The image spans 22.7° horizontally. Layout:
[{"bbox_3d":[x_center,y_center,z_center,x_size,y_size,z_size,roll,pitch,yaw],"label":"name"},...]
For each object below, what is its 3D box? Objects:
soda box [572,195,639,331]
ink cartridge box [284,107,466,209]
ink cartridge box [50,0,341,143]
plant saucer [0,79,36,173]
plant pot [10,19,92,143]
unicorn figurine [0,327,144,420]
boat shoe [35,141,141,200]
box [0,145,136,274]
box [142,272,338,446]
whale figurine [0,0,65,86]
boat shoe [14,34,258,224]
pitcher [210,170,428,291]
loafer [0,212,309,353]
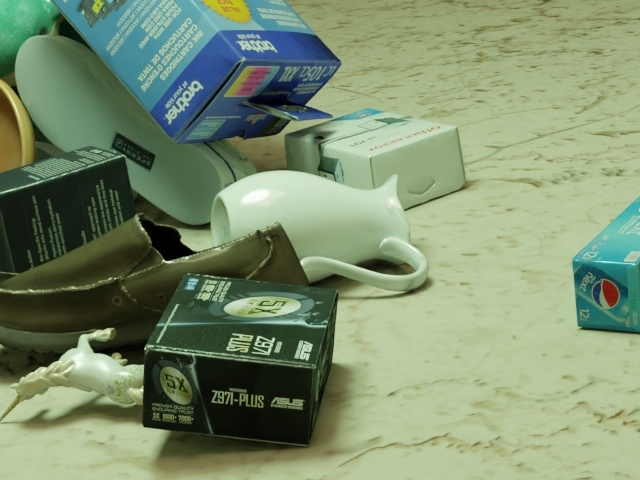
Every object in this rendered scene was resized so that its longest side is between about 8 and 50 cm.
[{"bbox_3d":[0.316,0.015,1.542,0.067,0.071,0.210,5,23,32],"label":"soda box"},{"bbox_3d":[0.066,-0.100,1.975,0.139,0.082,0.190,-20,20,-30],"label":"ink cartridge box"},{"bbox_3d":[-0.155,-0.267,1.989,0.151,0.395,0.270,-45,-14,23],"label":"ink cartridge box"},{"bbox_3d":[-0.432,-0.117,2.082,0.200,0.200,0.037,10,10,43],"label":"plant saucer"},{"bbox_3d":[-0.329,-0.266,2.294,0.247,0.252,0.248,-26,60,8],"label":"plant pot"},{"bbox_3d":[-0.208,0.125,1.478,0.161,0.060,0.111,0,16,31],"label":"unicorn figurine"},{"bbox_3d":[-0.324,-0.084,2.133,0.226,0.083,0.075,17,18,28],"label":"boat shoe"},{"bbox_3d":[-0.285,-0.006,1.743,0.158,0.156,0.093,-20,21,-29],"label":"box"},{"bbox_3d":[-0.068,0.102,1.412,0.147,0.078,0.180,7,21,6],"label":"box"},{"bbox_3d":[-0.430,-0.340,2.138,0.216,0.141,0.272,7,67,23],"label":"whale figurine"},{"bbox_3d":[-0.222,-0.153,2.044,0.367,0.136,0.156,32,24,22],"label":"boat shoe"},{"bbox_3d":[0.000,0.000,1.681,0.207,0.126,0.178,-3,32,-18],"label":"pitcher"},{"bbox_3d":[-0.183,0.036,1.590,0.365,0.130,0.134,-3,7,9],"label":"loafer"}]
